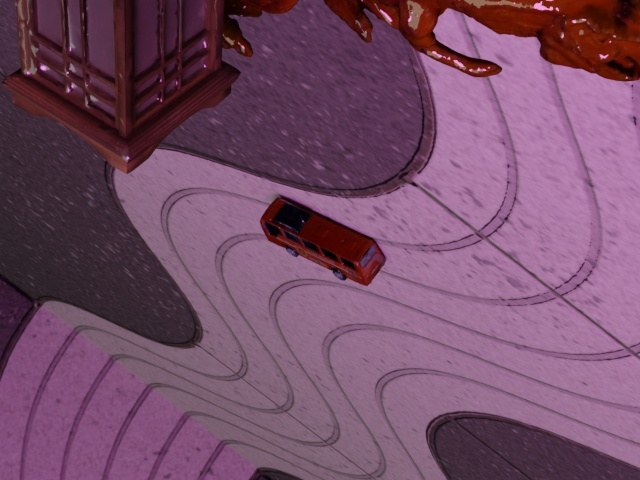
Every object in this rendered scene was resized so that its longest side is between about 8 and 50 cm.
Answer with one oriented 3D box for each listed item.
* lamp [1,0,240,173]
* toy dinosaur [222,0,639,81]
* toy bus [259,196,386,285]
[{"bbox_3d":[-0.091,-0.184,0.866,0.089,0.090,0.325,31,141,23],"label":"lamp"},{"bbox_3d":[-0.020,-0.171,0.951,0.432,0.097,0.208,33,153,2],"label":"toy dinosaur"},{"bbox_3d":[0.000,0.000,1.541,0.110,0.031,0.043,25,159,33],"label":"toy bus"}]
